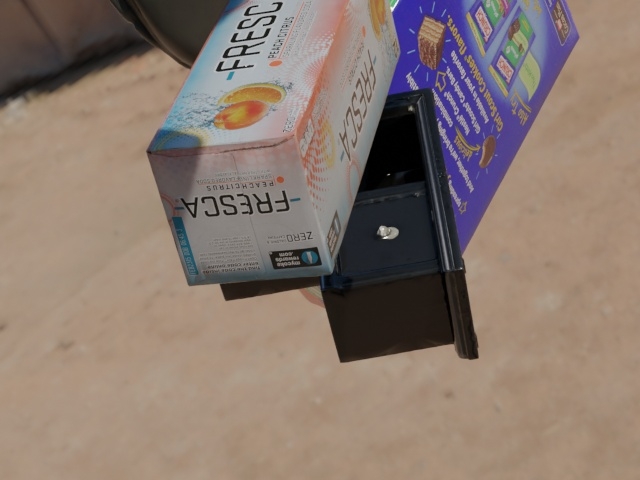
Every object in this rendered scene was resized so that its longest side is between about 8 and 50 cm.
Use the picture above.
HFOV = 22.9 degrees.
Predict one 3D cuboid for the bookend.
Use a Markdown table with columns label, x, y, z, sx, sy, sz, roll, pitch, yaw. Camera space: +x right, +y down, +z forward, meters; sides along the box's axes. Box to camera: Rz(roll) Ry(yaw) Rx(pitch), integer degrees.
| label | x | y | z | sx | sy | sz | roll | pitch | yaw |
| --- | --- | --- | --- | --- | --- | --- | --- | --- | --- |
| bookend | 0.000 | 0.000 | 0.895 | 0.157 | 0.072 | 0.156 | -10 | 43 | 5 |

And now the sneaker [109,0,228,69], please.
| label | x | y | z | sx | sy | sz | roll | pitch | yaw |
| --- | --- | --- | --- | --- | --- | --- | --- | --- | --- |
| sneaker | -0.058 | -0.222 | 0.788 | 0.109 | 0.286 | 0.130 | -20 | 20 | -36 |

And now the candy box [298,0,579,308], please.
| label | x | y | z | sx | sy | sz | roll | pitch | yaw |
| --- | --- | --- | --- | --- | --- | --- | --- | --- | --- |
| candy box | 0.059 | -0.122 | 1.234 | 0.122 | 0.268 | 0.317 | 18 | 70 | 31 |

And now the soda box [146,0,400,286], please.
| label | x | y | z | sx | sy | sz | roll | pitch | yaw |
| --- | --- | --- | --- | --- | --- | --- | --- | --- | --- |
| soda box | -0.013 | -0.058 | 0.634 | 0.058 | 0.063 | 0.183 | -5 | 31 | 16 |
